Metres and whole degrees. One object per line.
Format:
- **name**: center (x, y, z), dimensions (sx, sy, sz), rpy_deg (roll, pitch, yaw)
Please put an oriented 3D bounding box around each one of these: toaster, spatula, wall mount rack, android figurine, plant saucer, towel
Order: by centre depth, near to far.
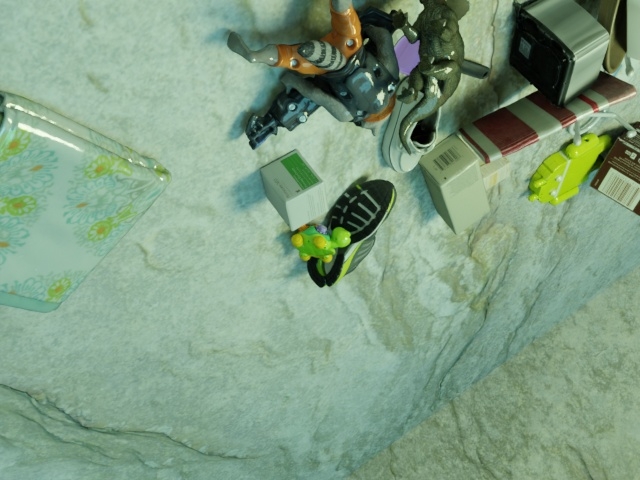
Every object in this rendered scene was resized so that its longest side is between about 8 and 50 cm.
- **towel**: center (-0.442, -0.040, 1.343), dimensions (0.320, 0.090, 0.374), rpy_deg (-43, 152, 12)
- **spatula**: center (0.243, -0.346, 1.715), dimensions (0.297, 0.030, 0.084), rpy_deg (-2, 134, -47)
- **toaster**: center (0.471, -0.389, 1.769), dimensions (0.110, 0.168, 0.185), rpy_deg (-33, 153, -14)
- **plant saucer**: center (0.613, -0.480, 1.800), dimensions (0.278, 0.041, 0.277), rpy_deg (-45, 144, -47)
- **towel**: center (0.469, -0.264, 1.861), dimensions (0.329, 0.237, 0.037), rpy_deg (-25, 111, 5)
- **wall mount rack**: center (0.722, -0.356, 2.135), dimensions (0.304, 0.130, 0.350), rpy_deg (-9, 140, -41)
- **android figurine**: center (0.677, -0.191, 2.413), dimensions (0.273, 0.056, 0.248), rpy_deg (-28, 151, -21)

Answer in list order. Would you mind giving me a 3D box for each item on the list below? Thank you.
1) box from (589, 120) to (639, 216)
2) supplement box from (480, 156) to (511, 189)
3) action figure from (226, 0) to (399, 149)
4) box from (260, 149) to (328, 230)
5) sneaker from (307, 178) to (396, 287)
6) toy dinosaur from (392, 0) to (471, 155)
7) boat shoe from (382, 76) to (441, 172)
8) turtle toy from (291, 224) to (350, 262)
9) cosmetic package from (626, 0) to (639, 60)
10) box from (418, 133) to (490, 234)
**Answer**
- **box**: center (0.882, -0.201, 2.441), dimensions (0.203, 0.168, 0.167), rpy_deg (-31, 150, -50)
- **supplement box**: center (0.420, -0.164, 2.179), dimensions (0.098, 0.036, 0.062), rpy_deg (-31, 151, -11)
- **action figure**: center (0.001, -0.254, 1.440), dimensions (0.341, 0.178, 0.330), rpy_deg (-45, 142, 12)
- **box**: center (-0.049, -0.096, 1.686), dimensions (0.087, 0.101, 0.102), rpy_deg (-30, 149, -12)
- **sneaker**: center (0.080, -0.025, 1.960), dimensions (0.121, 0.111, 0.300), rpy_deg (-23, 155, -52)
- **toy dinosaur**: center (0.192, -0.299, 1.455), dimensions (0.160, 0.121, 0.313), rpy_deg (-11, 100, -53)
- **boat shoe**: center (0.196, -0.217, 1.794), dimensions (0.096, 0.088, 0.267), rpy_deg (-23, 149, -24)
- **turtle toy**: center (0.000, 0.000, 1.895), dimensions (0.130, 0.066, 0.095), rpy_deg (4, 155, 15)
- **cosmetic package**: center (0.710, -0.564, 1.746), dimensions (0.284, 0.097, 0.377), rpy_deg (-57, 153, -9)
- **box**: center (0.316, -0.126, 2.060), dimensions (0.113, 0.094, 0.275), rpy_deg (-35, 152, -2)
